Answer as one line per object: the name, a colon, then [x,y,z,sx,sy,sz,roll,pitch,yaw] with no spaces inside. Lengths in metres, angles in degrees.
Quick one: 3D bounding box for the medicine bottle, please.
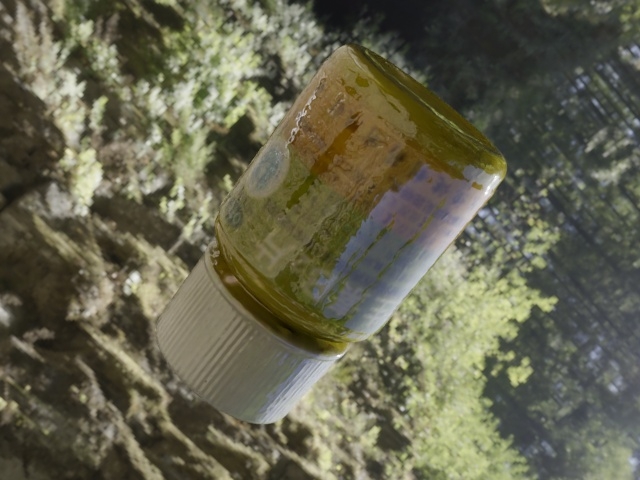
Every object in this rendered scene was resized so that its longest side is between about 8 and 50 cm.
medicine bottle: [0.000,0.000,0.968,0.384,0.224,0.224,-52,-169,18]
